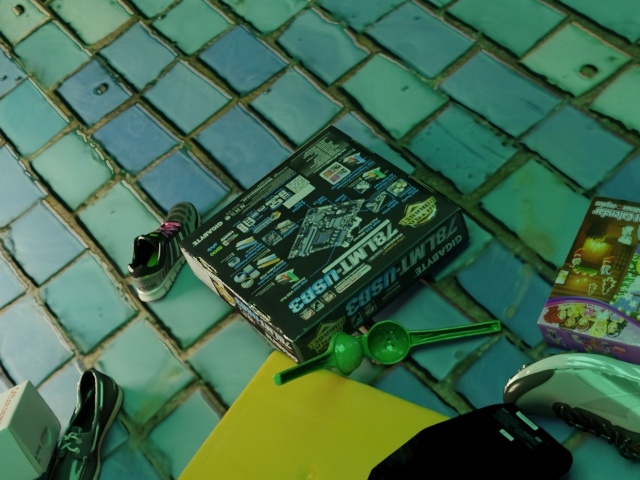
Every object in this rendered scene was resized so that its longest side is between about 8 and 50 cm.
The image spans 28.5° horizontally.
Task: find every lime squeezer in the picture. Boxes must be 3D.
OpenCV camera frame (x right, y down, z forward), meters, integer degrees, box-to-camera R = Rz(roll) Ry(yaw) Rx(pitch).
[{"bbox_3d":[0.065,0.141,1.565,0.310,0.059,0.110,-11,19,-25],"label":"lime squeezer"}]

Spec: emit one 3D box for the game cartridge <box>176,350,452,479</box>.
[{"bbox_3d":[-0.008,0.294,1.514,0.323,0.053,0.285,17,58,38],"label":"game cartridge"}]

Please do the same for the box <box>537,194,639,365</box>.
[{"bbox_3d":[0.431,0.061,1.493,0.293,0.057,0.201,12,60,32],"label":"box"}]

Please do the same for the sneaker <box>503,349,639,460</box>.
[{"bbox_3d":[0.333,0.190,1.411,0.271,0.100,0.108,1,60,26],"label":"sneaker"}]

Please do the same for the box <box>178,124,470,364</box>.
[{"bbox_3d":[0.000,0.000,1.718,0.295,0.073,0.293,-39,46,-15],"label":"box"}]

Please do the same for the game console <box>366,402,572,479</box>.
[{"bbox_3d":[0.229,0.320,1.332,0.213,0.044,0.361,-27,51,-30],"label":"game console"}]

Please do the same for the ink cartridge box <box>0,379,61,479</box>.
[{"bbox_3d":[-0.465,0.290,1.678,0.208,0.087,0.153,-27,17,6],"label":"ink cartridge box"}]

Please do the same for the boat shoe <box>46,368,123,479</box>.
[{"bbox_3d":[-0.329,0.267,1.688,0.075,0.065,0.206,0,54,26],"label":"boat shoe"}]

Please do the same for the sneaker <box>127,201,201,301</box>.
[{"bbox_3d":[-0.231,0.003,1.846,0.063,0.075,0.170,7,57,30],"label":"sneaker"}]
